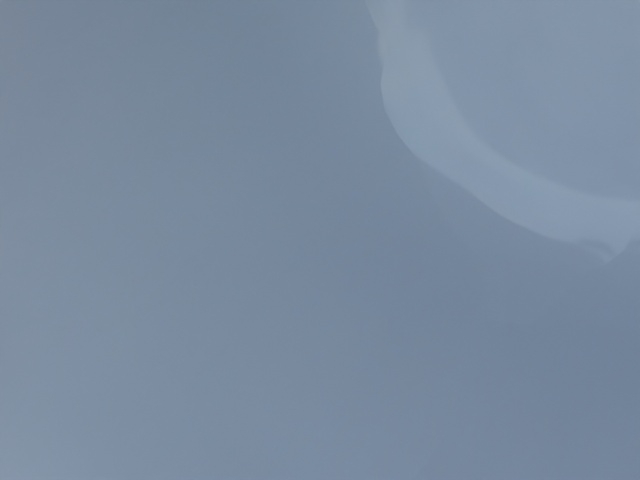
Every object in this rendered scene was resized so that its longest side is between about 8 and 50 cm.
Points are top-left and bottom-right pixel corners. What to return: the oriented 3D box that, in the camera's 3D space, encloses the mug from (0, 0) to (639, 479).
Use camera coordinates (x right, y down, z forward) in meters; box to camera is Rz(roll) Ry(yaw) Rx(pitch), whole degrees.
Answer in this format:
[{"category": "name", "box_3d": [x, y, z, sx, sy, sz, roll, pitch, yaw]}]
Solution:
[{"category": "mug", "box_3d": [0.000, 0.000, 0.391, 0.374, 0.276, 0.328, -18, 18, 28]}]
